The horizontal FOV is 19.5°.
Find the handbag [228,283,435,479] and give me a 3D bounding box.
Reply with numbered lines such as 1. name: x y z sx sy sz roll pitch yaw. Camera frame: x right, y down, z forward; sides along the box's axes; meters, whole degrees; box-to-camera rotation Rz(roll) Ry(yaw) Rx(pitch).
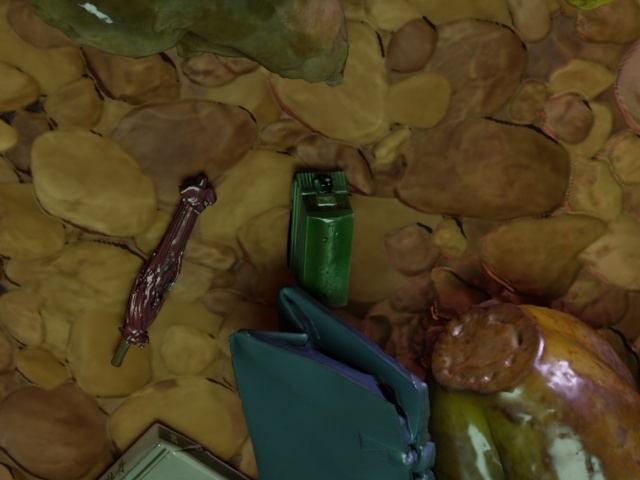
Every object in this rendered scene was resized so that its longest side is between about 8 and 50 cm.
1. handbag: 0.017 0.140 1.278 0.144 0.057 0.221 27 144 29

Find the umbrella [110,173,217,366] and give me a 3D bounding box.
1. umbrella: -0.111 0.024 1.282 0.027 0.025 0.165 28 116 4

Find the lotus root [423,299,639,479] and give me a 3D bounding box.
1. lotus root: 0.169 0.171 1.310 0.193 0.193 0.291 -20 120 8

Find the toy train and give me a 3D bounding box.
1. toy train: 0.000 0.000 1.256 0.038 0.056 0.093 -2 125 -9

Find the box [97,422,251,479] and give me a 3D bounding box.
1. box: -0.080 0.223 1.407 0.198 0.029 0.109 35 113 -25

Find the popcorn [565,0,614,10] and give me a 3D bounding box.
1. popcorn: 0.155 -0.210 1.084 0.152 0.167 0.148 -9 95 43

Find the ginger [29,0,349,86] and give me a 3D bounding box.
1. ginger: -0.062 -0.173 1.102 0.218 0.123 0.270 -28 121 9
